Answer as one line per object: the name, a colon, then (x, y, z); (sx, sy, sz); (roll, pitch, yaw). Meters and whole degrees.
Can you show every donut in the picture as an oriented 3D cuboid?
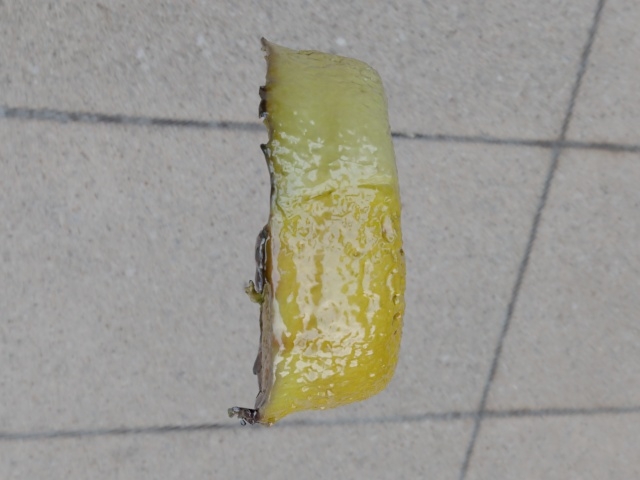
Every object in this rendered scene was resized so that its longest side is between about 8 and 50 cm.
donut: (0.001, 0.003, 0.479); (0.078, 0.146, 0.181); (2, 112, -4)
